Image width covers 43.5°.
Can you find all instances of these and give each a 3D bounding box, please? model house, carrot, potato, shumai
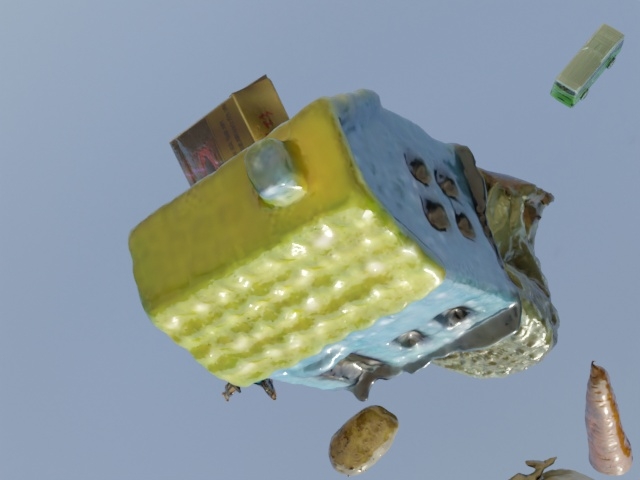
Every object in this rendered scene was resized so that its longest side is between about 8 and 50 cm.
[{"bbox_3d":[0.000,0.000,0.706,0.237,0.303,0.216,-30,-120,27],"label":"model house"},{"bbox_3d":[0.345,0.215,0.971,0.057,0.224,0.057,-13,-133,14],"label":"carrot"},{"bbox_3d":[0.044,0.205,0.824,0.083,0.040,0.051,-41,-85,-7],"label":"potato"},{"bbox_3d":[0.207,0.046,1.035,0.225,0.261,0.222,29,-126,5],"label":"shumai"}]

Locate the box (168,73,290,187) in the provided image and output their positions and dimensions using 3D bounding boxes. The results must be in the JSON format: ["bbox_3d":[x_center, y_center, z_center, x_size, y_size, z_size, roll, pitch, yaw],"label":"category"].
[{"bbox_3d":[-0.112,-0.109,1.093,0.071,0.159,0.240,-31,-172,-30],"label":"box"}]

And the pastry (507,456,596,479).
[{"bbox_3d":[0.158,0.179,0.405,0.165,0.166,0.088,21,-102,35],"label":"pastry"}]

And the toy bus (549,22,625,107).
[{"bbox_3d":[0.250,-0.164,0.750,0.031,0.037,0.083,38,-102,19],"label":"toy bus"}]

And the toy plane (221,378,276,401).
[{"bbox_3d":[-0.097,0.173,1.097,0.135,0.062,0.188,-63,-165,5],"label":"toy plane"}]
